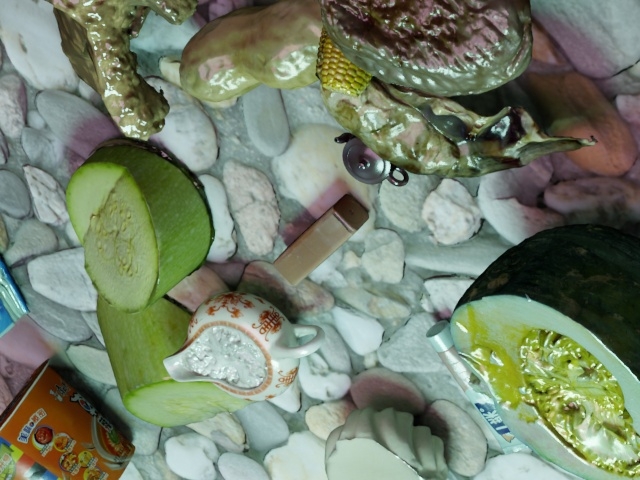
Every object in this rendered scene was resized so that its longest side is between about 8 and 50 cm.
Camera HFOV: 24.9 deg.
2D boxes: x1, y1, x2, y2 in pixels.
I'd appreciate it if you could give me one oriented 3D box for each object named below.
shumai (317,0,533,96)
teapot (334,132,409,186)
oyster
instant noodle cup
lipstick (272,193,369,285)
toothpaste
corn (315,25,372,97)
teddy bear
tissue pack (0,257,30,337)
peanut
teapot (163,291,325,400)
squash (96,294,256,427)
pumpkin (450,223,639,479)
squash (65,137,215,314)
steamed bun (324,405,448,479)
[{"bbox_3d":[0.124,-0.242,1.478,0.218,0.185,0.184,-2,101,23],"label":"shumai"},{"bbox_3d":[0.060,-0.095,1.712,0.100,0.045,0.068,37,135,6],"label":"teapot"},{"bbox_3d":[0.146,-0.119,1.563,0.294,0.094,0.166,13,164,34],"label":"oyster"},{"bbox_3d":[-0.414,0.334,2.192,0.192,0.250,0.250,39,134,-8],"label":"instant noodle cup"},{"bbox_3d":[0.000,0.000,1.818,0.045,0.045,0.145,45,134,-4],"label":"lipstick"},{"bbox_3d":[0.202,0.189,1.830,0.056,0.036,0.205,-21,112,41],"label":"toothpaste"},{"bbox_3d":[0.043,-0.250,1.535,0.072,0.072,0.203,10,82,27],"label":"corn"},{"bbox_3d":[-0.219,-0.300,1.681,0.246,0.222,0.296,45,168,46],"label":"teddy bear"},{"bbox_3d":[-0.588,0.035,2.144,0.198,0.146,0.263,-7,116,35],"label":"tissue pack"},{"bbox_3d":[-0.060,-0.222,1.656,0.263,0.117,0.101,-6,118,38],"label":"peanut"},{"bbox_3d":[-0.092,0.139,1.929,0.245,0.116,0.159,-16,99,41],"label":"teapot"},{"bbox_3d":[-0.215,0.158,2.082,0.237,0.155,0.204,-24,143,39],"label":"squash"},{"bbox_3d":[0.308,0.110,1.603,0.263,0.197,0.293,1,129,46],"label":"pumpkin"},{"bbox_3d":[-0.260,-0.019,1.921,0.220,0.133,0.220,20,128,27],"label":"squash"},{"bbox_3d":[0.094,0.299,1.926,0.182,0.106,0.183,14,125,20],"label":"steamed bun"}]
